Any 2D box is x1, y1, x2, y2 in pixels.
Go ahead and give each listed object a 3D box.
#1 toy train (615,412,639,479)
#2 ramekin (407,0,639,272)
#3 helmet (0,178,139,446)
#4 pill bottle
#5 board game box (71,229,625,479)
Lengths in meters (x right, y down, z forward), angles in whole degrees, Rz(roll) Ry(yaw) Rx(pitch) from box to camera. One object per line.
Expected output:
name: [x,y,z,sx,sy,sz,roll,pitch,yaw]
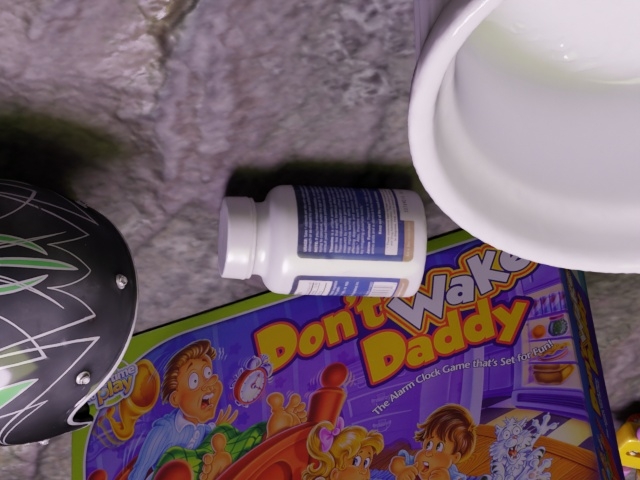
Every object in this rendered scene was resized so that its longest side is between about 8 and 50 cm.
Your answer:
toy train: [0.223,0.171,1.402,0.125,0.046,0.166,-29,134,30]
ramekin: [0.176,-0.115,0.935,0.277,0.135,0.277,-3,143,-2]
helmet: [-0.192,0.041,1.075,0.169,0.169,0.161,0,159,-7]
pill bottle: [0.000,0.000,1.122,0.120,0.067,0.067,2,143,-10]
board game box: [0.010,0.139,1.171,0.347,0.233,0.078,-18,142,16]
